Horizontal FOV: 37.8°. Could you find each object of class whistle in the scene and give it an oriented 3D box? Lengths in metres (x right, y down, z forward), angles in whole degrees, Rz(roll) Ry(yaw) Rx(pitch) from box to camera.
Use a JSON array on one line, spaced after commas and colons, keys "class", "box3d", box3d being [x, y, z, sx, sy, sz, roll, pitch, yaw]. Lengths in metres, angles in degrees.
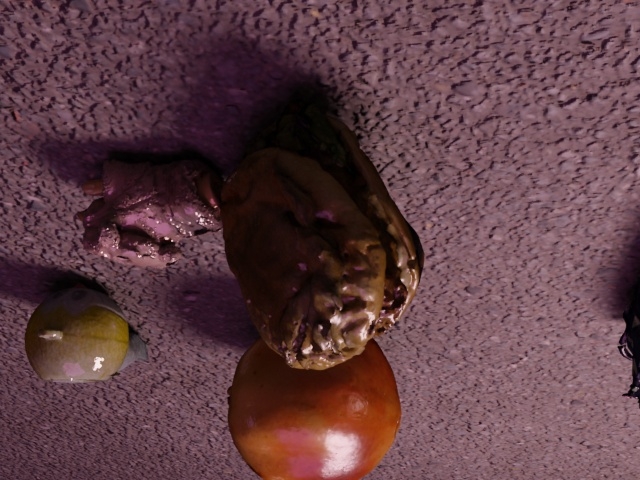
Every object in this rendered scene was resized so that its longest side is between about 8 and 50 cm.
[{"class": "whistle", "box3d": [-0.268, 0.114, 1.111, 0.123, 0.123, 0.223, -2, 169, 16]}]

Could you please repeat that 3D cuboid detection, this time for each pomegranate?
[{"class": "pomegranate", "box3d": [-0.007, 0.184, 1.067, 0.209, 0.209, 0.209, 5, 149, 3]}]

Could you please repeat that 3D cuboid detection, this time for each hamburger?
[{"class": "hamburger", "box3d": [0.000, 0.000, 0.774, 0.130, 0.206, 0.183, -13, 160, -34]}]

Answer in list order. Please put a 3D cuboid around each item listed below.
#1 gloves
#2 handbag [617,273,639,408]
[{"class": "gloves", "box3d": [-0.154, -0.021, 0.855, 0.144, 0.094, 0.110, -30, 145, 35]}, {"class": "handbag", "box3d": [0.384, 0.082, 0.892, 0.162, 0.113, 0.260, -1, 142, 0]}]
